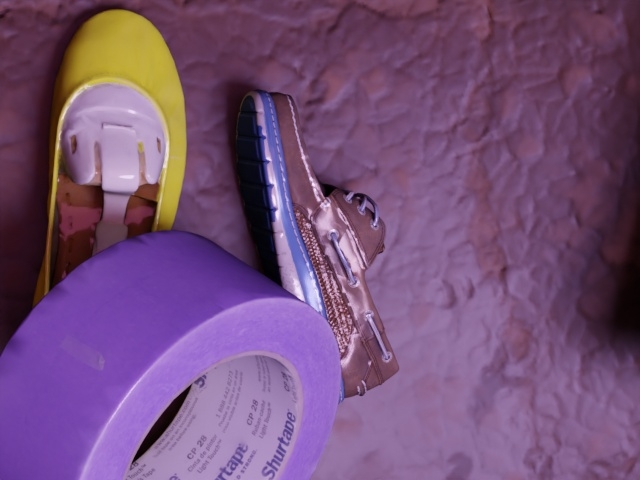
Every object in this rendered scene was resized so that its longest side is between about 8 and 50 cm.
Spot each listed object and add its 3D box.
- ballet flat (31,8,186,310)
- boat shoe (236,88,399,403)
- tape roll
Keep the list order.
[{"bbox_3d":[-0.115,-0.012,1.005,0.077,0.077,0.231,8,91,-8],"label":"ballet flat"},{"bbox_3d":[0.000,0.000,1.037,0.066,0.066,0.183,-16,105,-14],"label":"boat shoe"},{"bbox_3d":[-0.082,0.095,0.957,0.080,0.189,0.189,32,85,33],"label":"tape roll"}]
